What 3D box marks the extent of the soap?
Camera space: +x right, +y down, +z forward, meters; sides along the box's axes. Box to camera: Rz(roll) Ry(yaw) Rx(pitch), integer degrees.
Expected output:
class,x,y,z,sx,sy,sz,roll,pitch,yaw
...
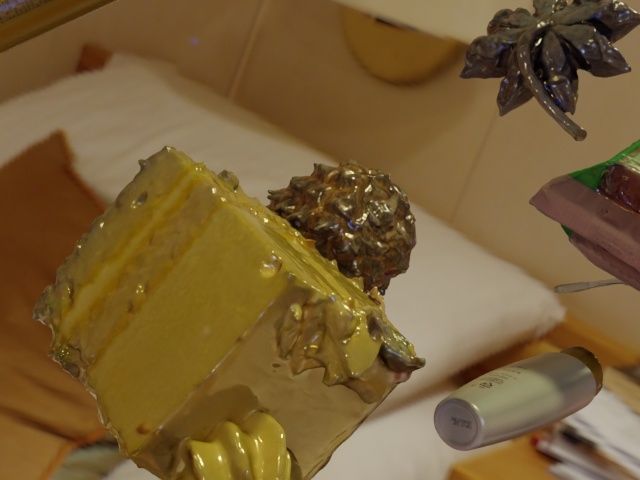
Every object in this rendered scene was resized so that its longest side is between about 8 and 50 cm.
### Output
class,x,y,z,sx,sy,sz,roll,pitch,yaw
soap,0.326,-0.032,1.157,0.218,0.098,0.273,36,35,19

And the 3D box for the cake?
class,x,y,z,sx,sy,sz,roll,pitch,yaw
cake,-0.066,0.102,1.220,0.286,0.227,0.222,43,6,36

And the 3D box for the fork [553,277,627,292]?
class,x,y,z,sx,sy,sz,roll,pitch,yaw
fork,0.293,0.044,1.477,0.115,0.016,0.012,-8,-23,31

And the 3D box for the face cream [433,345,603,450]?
class,x,y,z,sx,sy,sz,roll,pitch,yaw
face cream,0.159,0.124,1.130,0.072,0.051,0.182,7,13,39

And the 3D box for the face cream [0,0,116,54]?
class,x,y,z,sx,sy,sz,roll,pitch,yaw
face cream,-0.374,-0.330,1.917,0.348,0.105,0.105,-25,24,-1

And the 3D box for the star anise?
class,x,y,z,sx,sy,sz,roll,pitch,yaw
star anise,0.270,-0.221,1.672,0.230,0.081,0.262,-12,43,13

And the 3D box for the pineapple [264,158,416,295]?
class,x,y,z,sx,sy,sz,roll,pitch,yaw
pineapple,0.000,0.000,1.522,0.166,0.166,0.193,7,-20,-41
